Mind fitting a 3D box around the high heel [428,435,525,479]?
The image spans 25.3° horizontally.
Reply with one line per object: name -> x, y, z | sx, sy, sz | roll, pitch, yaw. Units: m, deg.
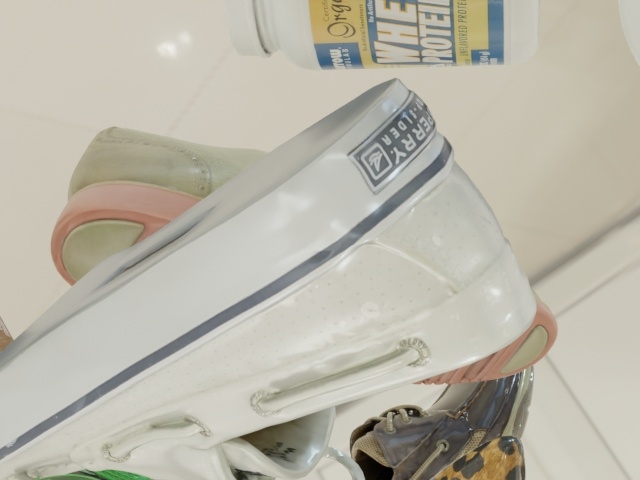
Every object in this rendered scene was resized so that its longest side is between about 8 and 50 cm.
high heel -> 0.022, 0.230, 0.849 | 0.186, 0.093, 0.261 | 1, 121, -45

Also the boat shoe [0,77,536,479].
boat shoe -> -0.045, 0.073, 0.645 | 0.367, 0.156, 0.136 | -31, -169, 40

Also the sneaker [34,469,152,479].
sneaker -> -0.175, 0.317, 1.478 | 0.146, 0.343, 0.134 | -47, 140, -35

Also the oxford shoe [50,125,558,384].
oxford shoe -> 0.000, 0.000, 1.099 | 0.397, 0.146, 0.140 | 18, 133, -15

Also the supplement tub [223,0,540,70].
supplement tub -> 0.043, -0.185, 0.940 | 0.200, 0.144, 0.144 | -1, 145, 8

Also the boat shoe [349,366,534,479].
boat shoe -> 0.096, 0.218, 1.385 | 0.355, 0.130, 0.132 | -60, -173, -31

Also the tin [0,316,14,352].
tin -> -0.290, 0.077, 1.086 | 0.106, 0.189, 0.040 | -38, 166, 25

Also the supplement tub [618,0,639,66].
supplement tub -> 0.425, -0.217, 1.222 | 0.325, 0.235, 0.235 | -12, 143, -46
